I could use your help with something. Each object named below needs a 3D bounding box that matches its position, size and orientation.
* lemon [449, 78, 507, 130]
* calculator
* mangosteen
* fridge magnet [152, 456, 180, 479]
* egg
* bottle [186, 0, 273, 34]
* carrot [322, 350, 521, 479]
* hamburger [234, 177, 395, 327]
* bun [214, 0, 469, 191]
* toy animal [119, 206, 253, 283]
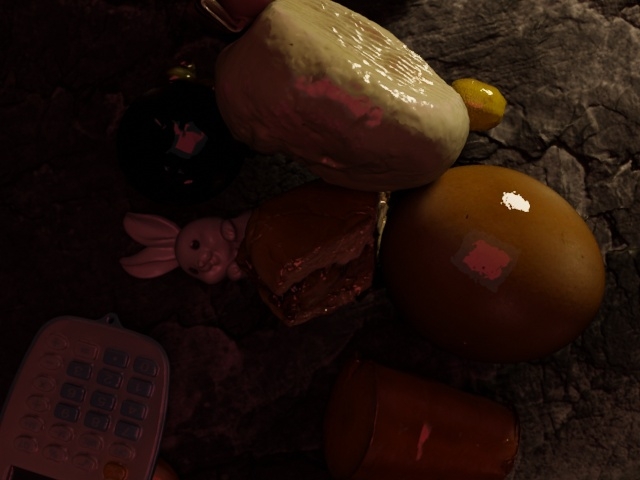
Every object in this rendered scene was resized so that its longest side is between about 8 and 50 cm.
[{"bbox_3d":[0.235,-0.212,1.457,0.111,0.082,0.082,13,90,-3],"label":"lemon"},{"bbox_3d":[-0.359,0.295,1.387,0.256,0.054,0.386,14,86,13],"label":"calculator"},{"bbox_3d":[-0.204,-0.163,1.375,0.194,0.194,0.230,4,56,-6],"label":"mangosteen"},{"bbox_3d":[-0.281,0.392,1.427,0.143,0.063,0.143,0,91,-4],"label":"fridge magnet"},{"bbox_3d":[0.251,0.037,1.361,0.351,0.282,0.282,16,90,-23],"label":"egg"},{"bbox_3d":[-0.147,-0.460,1.347,0.206,0.173,0.296,-38,115,-28],"label":"bottle"},{"bbox_3d":[0.153,0.290,1.434,0.254,0.196,0.196,14,90,-17],"label":"carrot"},{"bbox_3d":[0.000,0.000,1.353,0.245,0.282,0.155,2,129,-5],"label":"hamburger"},{"bbox_3d":[0.019,-0.189,1.284,0.361,0.361,0.213,29,116,-6],"label":"bun"},{"bbox_3d":[-0.197,0.013,1.397,0.221,0.131,0.103,-6,114,-4],"label":"toy animal"}]
